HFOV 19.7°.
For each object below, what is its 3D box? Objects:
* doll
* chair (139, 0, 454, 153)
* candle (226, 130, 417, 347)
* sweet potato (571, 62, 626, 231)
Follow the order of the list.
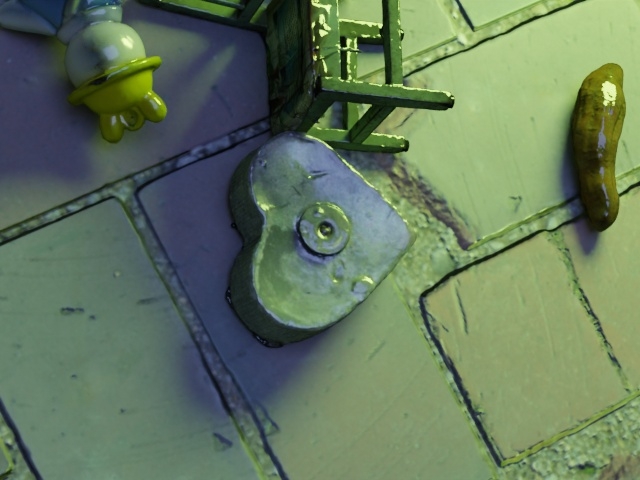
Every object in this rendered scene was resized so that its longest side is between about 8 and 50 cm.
[{"bbox_3d":[-0.213,-0.206,1.665,0.135,0.099,0.241,-21,84,-25],"label":"doll"},{"bbox_3d":[-0.025,-0.175,1.697,0.270,0.136,0.147,6,70,-19],"label":"chair"},{"bbox_3d":[0.000,0.000,1.690,0.168,0.068,0.192,2,77,-20],"label":"candle"},{"bbox_3d":[0.275,-0.097,1.824,0.053,0.054,0.182,8,73,-7],"label":"sweet potato"}]
